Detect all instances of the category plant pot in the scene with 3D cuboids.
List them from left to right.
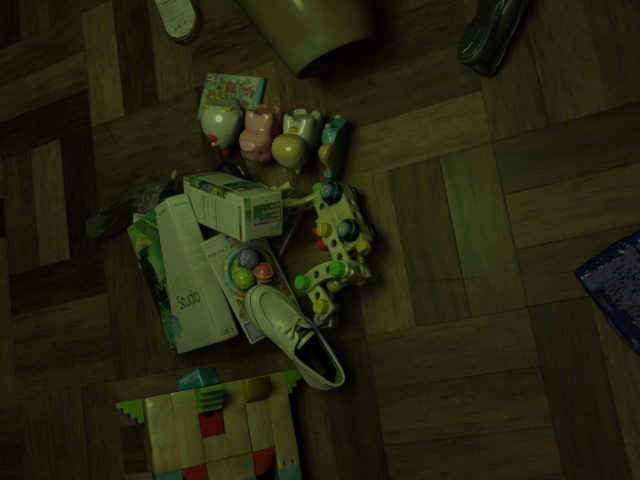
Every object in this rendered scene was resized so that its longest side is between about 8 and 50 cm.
[{"bbox_3d":[-0.019,-0.506,1.438,0.323,0.323,0.280,-24,91,20],"label":"plant pot"}]

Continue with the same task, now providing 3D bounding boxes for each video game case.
[{"bbox_3d":[-0.212,-0.333,1.638,0.166,0.015,0.119,11,88,25],"label":"video game case"},{"bbox_3d":[-0.125,-0.045,1.560,0.157,0.019,0.143,29,96,24],"label":"video game case"}]

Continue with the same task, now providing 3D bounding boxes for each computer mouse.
[{"bbox_3d":[-0.265,-0.113,1.595,0.184,0.060,0.262,45,119,11],"label":"computer mouse"}]

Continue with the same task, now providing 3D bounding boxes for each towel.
[{"bbox_3d":[0.627,0.057,1.174,0.308,0.076,0.227,-38,77,16],"label":"towel"}]

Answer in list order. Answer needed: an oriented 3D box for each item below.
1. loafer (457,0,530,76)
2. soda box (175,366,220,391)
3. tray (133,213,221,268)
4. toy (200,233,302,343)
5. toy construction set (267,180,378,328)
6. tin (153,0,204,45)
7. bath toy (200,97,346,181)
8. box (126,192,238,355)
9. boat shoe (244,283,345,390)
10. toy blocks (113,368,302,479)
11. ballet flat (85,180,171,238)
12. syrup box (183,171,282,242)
[{"bbox_3d":[0.362,-0.454,1.365,0.096,0.084,0.267,31,94,56],"label":"loafer"},{"bbox_3d":[-0.243,0.389,1.530,0.067,0.071,0.210,-30,72,18],"label":"soda box"},{"bbox_3d":[-0.324,0.016,1.611,0.271,0.030,0.145,8,111,30],"label":"tray"},{"bbox_3d":[-0.135,0.082,1.450,0.056,0.137,0.237,-13,103,63],"label":"toy"},{"bbox_3d":[0.000,0.000,1.435,0.215,0.151,0.327,-43,68,31],"label":"toy construction set"},{"bbox_3d":[-0.354,-0.577,1.725,0.106,0.040,0.189,-27,73,15],"label":"tin"},{"bbox_3d":[-0.114,-0.222,1.518,0.348,0.151,0.129,15,122,24],"label":"bath toy"},{"bbox_3d":[-0.310,0.083,1.519,0.232,0.059,0.321,-25,84,50],"label":"box"},{"bbox_3d":[-0.047,0.196,1.396,0.096,0.088,0.267,-37,95,-26],"label":"boat shoe"},{"bbox_3d":[-0.199,0.420,1.391,0.191,0.382,0.260,-28,70,63],"label":"toy blocks"},{"bbox_3d":[-0.468,-0.072,1.709,0.250,0.058,0.084,-28,76,14],"label":"ballet flat"},{"bbox_3d":[-0.183,-0.073,1.424,0.237,0.093,0.096,20,117,48],"label":"syrup box"}]
